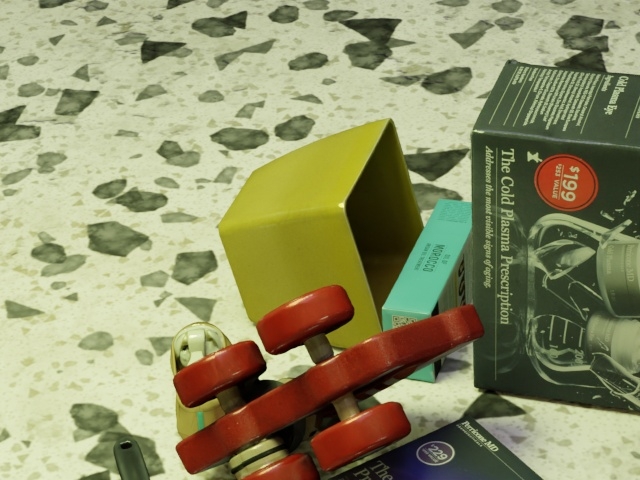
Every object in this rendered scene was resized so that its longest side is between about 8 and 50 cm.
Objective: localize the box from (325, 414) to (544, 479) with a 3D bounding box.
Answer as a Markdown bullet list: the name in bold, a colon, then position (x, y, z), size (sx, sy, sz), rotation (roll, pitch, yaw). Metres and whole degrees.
- **box**: position (0.150, 0.305, 1.726), size (0.184, 0.103, 0.261), rotation (-19, 36, -26)

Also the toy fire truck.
- **toy fire truck**: position (0.006, 0.162, 1.857), size (0.302, 0.169, 0.254), rotation (-33, -13, 30)

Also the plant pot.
- **plant pot**: position (0.000, 0.000, 2.131), size (0.187, 0.212, 0.212), rotation (-5, 31, 24)

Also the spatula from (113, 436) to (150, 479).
- **spatula**: position (-0.175, 0.301, 1.827), size (0.084, 0.030, 0.296), rotation (-13, 35, -13)

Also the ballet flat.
- **ballet flat**: position (-0.134, 0.145, 2.023), size (0.080, 0.073, 0.232), rotation (-9, 33, -4)

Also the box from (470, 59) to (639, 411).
- **box**: position (0.336, 0.001, 1.946), size (0.312, 0.343, 0.179), rotation (6, 33, 16)

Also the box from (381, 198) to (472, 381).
- **box**: position (0.139, 0.056, 2.106), size (0.060, 0.101, 0.244), rotation (7, 34, 18)
